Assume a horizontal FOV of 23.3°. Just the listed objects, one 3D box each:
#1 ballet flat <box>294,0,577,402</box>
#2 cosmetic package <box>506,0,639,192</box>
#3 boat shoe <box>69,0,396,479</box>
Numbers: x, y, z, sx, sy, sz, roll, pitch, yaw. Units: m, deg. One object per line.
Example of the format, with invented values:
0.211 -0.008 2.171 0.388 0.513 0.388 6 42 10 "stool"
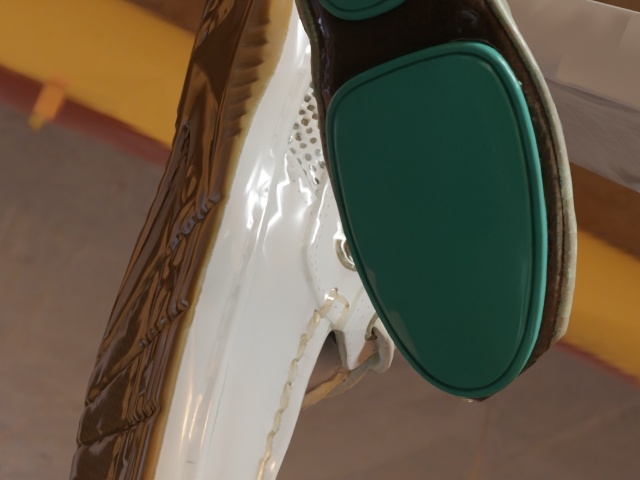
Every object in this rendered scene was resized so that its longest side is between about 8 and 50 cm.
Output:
0.024 -0.049 0.341 0.057 0.052 0.168 -11 -76 30 "ballet flat"
0.173 -0.073 0.830 0.099 0.060 0.239 44 -3 -26 "cosmetic package"
0.000 0.000 0.459 0.096 0.277 0.098 24 -27 -17 "boat shoe"
